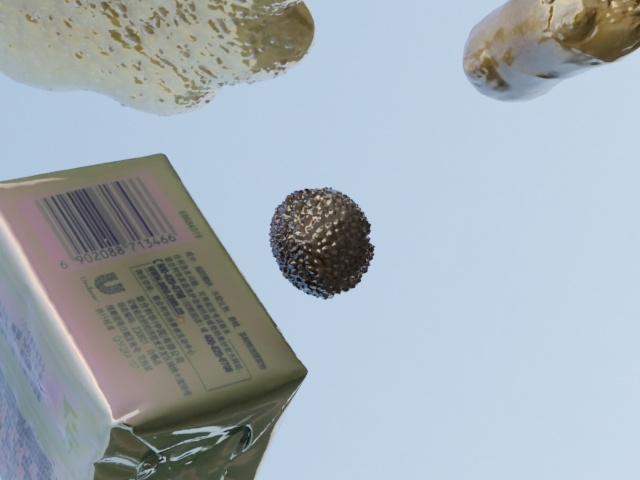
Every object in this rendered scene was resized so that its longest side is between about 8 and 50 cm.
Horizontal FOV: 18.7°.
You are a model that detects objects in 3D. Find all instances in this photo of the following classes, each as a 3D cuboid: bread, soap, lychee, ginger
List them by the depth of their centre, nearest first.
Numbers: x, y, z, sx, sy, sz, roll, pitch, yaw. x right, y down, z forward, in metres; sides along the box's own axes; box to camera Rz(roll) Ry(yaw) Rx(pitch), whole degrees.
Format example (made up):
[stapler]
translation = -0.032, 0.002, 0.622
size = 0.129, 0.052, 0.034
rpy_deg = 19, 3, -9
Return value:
[soap]
translation = -0.128, 0.079, 1.182
size = 0.138, 0.199, 0.182
rpy_deg = -14, -34, -33
[lychee]
translation = 0.000, 0.000, 1.290
size = 0.068, 0.067, 0.083
rpy_deg = 40, -145, -38
[bread]
translation = -0.145, -0.188, 1.303
size = 0.316, 0.316, 0.054
rpy_deg = 57, -145, -42
[ginger]
translation = 0.153, -0.136, 1.326
size = 0.095, 0.190, 0.068
rpy_deg = 12, -109, -28
